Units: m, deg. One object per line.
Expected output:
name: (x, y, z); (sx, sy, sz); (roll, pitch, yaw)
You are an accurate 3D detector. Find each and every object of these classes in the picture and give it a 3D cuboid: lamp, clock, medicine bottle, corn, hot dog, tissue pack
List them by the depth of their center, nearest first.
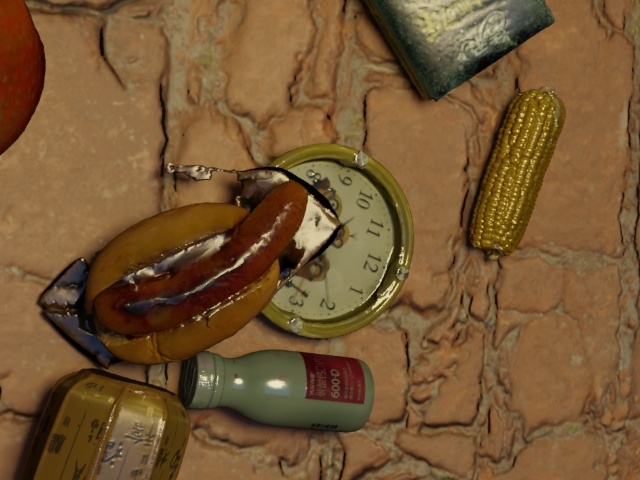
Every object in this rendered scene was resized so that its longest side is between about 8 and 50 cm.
lamp: (-0.231, 0.237, 1.144); (0.161, 0.161, 0.185); (18, 83, -22)
hot dog: (-0.138, 0.024, 1.164); (0.326, 0.107, 0.194); (-41, 101, -5)
medicine bottle: (-0.050, 0.172, 1.252); (0.217, 0.090, 0.090); (9, 87, -22)
clock: (0.000, 0.000, 1.291); (0.237, 0.057, 0.237); (-1, 93, -22)
tissue pack: (0.144, -0.326, 1.309); (0.185, 0.081, 0.257); (-33, 105, 0)
corn: (0.253, -0.090, 1.385); (0.080, 0.080, 0.238); (24, 84, -21)

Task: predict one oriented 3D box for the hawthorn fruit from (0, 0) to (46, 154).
hawthorn fruit: (-0.415, -0.154, 1.007); (0.277, 0.277, 0.298); (34, 94, -20)
